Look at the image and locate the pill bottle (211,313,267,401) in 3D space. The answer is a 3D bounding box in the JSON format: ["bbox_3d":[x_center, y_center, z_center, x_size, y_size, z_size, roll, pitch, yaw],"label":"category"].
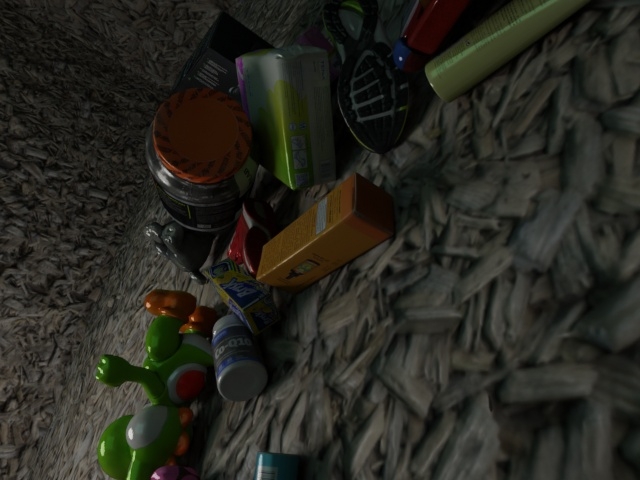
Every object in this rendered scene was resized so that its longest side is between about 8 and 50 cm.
[{"bbox_3d":[-0.136,0.186,0.754,0.078,0.078,0.137,-56,30,13],"label":"pill bottle"}]

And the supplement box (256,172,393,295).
[{"bbox_3d":[0.000,0.000,0.689,0.233,0.078,0.080,-36,39,38],"label":"supplement box"}]

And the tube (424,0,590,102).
[{"bbox_3d":[0.238,-0.255,0.543,0.240,0.062,0.070,-32,76,37],"label":"tube"}]

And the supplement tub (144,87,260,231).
[{"bbox_3d":[-0.232,-0.148,0.927,0.338,0.207,0.207,141,149,-73],"label":"supplement tub"}]

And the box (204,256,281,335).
[{"bbox_3d":[-0.136,0.091,0.793,0.054,0.059,0.169,-32,34,-21],"label":"box"}]

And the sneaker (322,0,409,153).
[{"bbox_3d":[0.083,-0.268,0.757,0.111,0.121,0.300,-12,68,14],"label":"sneaker"}]

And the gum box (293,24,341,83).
[{"bbox_3d":[-0.045,-0.353,1.005,0.188,0.107,0.062,-31,20,43],"label":"gum box"}]

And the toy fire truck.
[{"bbox_3d":[0.176,-0.361,0.611,0.302,0.169,0.254,-77,9,-47],"label":"toy fire truck"}]

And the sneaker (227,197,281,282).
[{"bbox_3d":[-0.127,0.028,0.895,0.221,0.087,0.128,-100,30,-50],"label":"sneaker"}]

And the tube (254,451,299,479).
[{"bbox_3d":[-0.061,0.356,0.529,0.080,0.052,0.207,-29,48,52],"label":"tube"}]

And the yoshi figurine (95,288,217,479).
[{"bbox_3d":[-0.321,0.288,0.875,0.203,0.204,0.362,131,150,-54],"label":"yoshi figurine"}]

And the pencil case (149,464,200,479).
[{"bbox_3d":[-0.221,0.448,0.671,0.209,0.095,0.098,-103,21,-52],"label":"pencil case"}]

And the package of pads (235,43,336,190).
[{"bbox_3d":[-0.069,-0.242,0.867,0.296,0.101,0.229,-139,40,-59],"label":"package of pads"}]

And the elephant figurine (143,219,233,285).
[{"bbox_3d":[-0.301,-0.053,1.155,0.169,0.186,0.239,22,55,28],"label":"elephant figurine"}]

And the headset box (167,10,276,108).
[{"bbox_3d":[-0.220,-0.411,1.205,0.283,0.246,0.131,-23,48,50],"label":"headset box"}]
